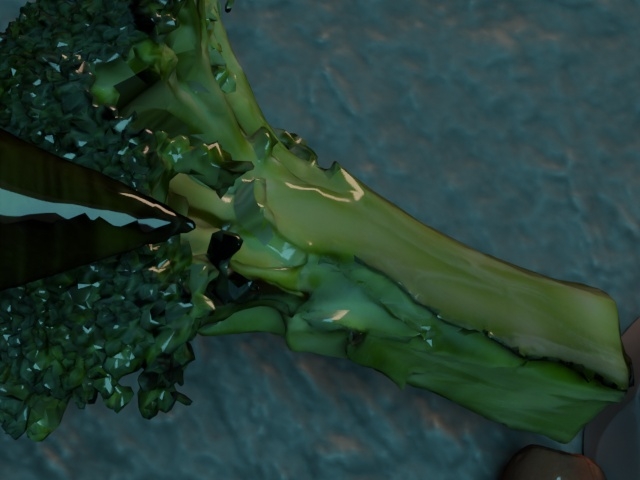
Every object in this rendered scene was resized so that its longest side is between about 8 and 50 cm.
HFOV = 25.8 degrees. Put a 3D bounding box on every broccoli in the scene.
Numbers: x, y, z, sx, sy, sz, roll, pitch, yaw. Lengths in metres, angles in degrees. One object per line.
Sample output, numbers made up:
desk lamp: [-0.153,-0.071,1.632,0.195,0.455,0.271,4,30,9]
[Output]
broccoli: [-0.011,-0.008,0.673,0.361,0.252,0.221,14,113,-45]

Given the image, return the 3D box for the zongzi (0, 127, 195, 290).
zongzi: [-0.277,-0.124,0.550,0.432,0.208,0.403,-9,63,1]

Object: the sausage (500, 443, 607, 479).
sausage: [0.110,0.185,0.730,0.062,0.062,0.154,16,81,-11]

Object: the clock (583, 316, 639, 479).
clock: [0.248,0.116,0.767,0.196,0.068,0.197,2,83,-12]
